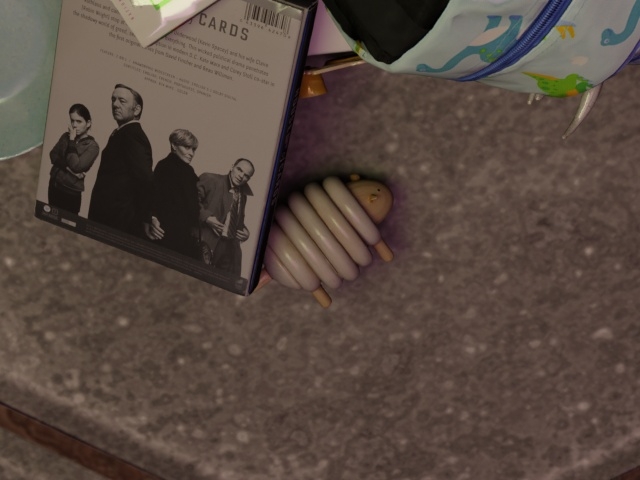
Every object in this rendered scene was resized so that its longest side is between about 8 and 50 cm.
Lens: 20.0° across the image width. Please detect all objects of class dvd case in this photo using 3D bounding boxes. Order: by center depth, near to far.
[{"bbox_3d":[-0.108,-0.090,1.288,0.179,0.029,0.238,21,122,12],"label":"dvd case"}]

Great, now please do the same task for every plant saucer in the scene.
[{"bbox_3d":[-0.260,-0.151,1.331,0.195,0.037,0.195,0,116,-1],"label":"plant saucer"}]

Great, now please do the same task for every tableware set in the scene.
[{"bbox_3d":[0.047,-0.126,1.314,0.154,0.104,0.024,-15,99,-18],"label":"tableware set"}]

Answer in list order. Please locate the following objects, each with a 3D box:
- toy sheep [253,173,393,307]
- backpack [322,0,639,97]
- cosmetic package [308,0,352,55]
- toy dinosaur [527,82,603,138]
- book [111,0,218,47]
[{"bbox_3d":[0.000,0.000,1.380,0.132,0.091,0.091,-39,111,-2],"label":"toy sheep"},{"bbox_3d":[0.086,-0.242,0.987,0.273,0.355,0.290,19,128,-19],"label":"backpack"},{"bbox_3d":[0.056,-0.320,1.215,0.285,0.097,0.377,-6,116,2],"label":"cosmetic package"},{"bbox_3d":[0.210,-0.229,1.111,0.121,0.160,0.313,8,125,-6],"label":"toy dinosaur"},{"bbox_3d":[-0.082,-0.205,1.195,0.144,0.035,0.096,-32,93,15],"label":"book"}]
